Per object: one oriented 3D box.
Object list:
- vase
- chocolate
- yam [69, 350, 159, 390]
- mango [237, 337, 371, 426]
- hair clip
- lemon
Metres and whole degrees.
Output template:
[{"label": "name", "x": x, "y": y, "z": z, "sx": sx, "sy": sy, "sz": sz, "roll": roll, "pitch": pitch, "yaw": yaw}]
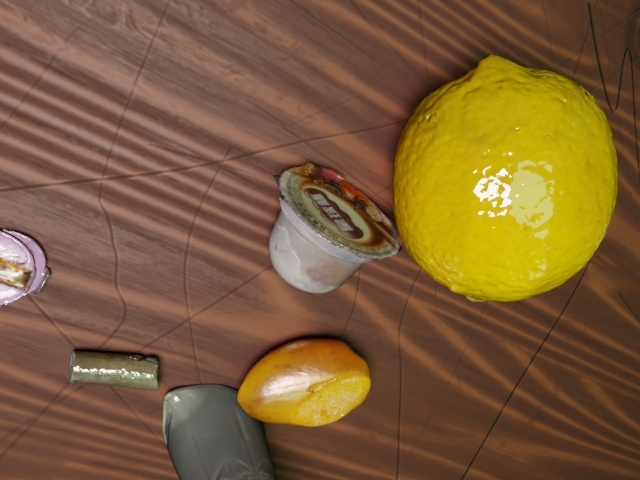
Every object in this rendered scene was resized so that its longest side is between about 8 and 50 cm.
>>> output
[{"label": "vase", "x": -0.119, "y": 0.370, "z": 0.845, "sx": 0.156, "sy": 0.301, "sz": 0.251, "roll": -42, "pitch": 121, "yaw": -3}, {"label": "chocolate", "x": 0.001, "y": -0.001, "z": 0.856, "sx": 0.221, "sy": 0.221, "sz": 0.147, "roll": 20, "pitch": 126, "yaw": -21}, {"label": "yam", "x": -0.305, "y": 0.193, "z": 0.859, "sx": 0.132, "sy": 0.054, "sz": 0.054, "roll": 10, "pitch": 101, "yaw": -19}, {"label": "mango", "x": -0.028, "y": 0.229, "z": 0.928, "sx": 0.217, "sy": 0.102, "sz": 0.141, "roll": -11, "pitch": 118, "yaw": -18}, {"label": "hair clip", "x": -0.541, "y": 0.010, "z": 0.735, "sx": 0.358, "sy": 0.095, "sz": 0.110, "roll": 23, "pitch": 62, "yaw": -30}, {"label": "lemon", "x": 0.257, "y": -0.080, "z": 0.828, "sx": 0.335, "sy": 0.336, "sz": 0.336, "roll": -5, "pitch": 106, "yaw": -16}]
